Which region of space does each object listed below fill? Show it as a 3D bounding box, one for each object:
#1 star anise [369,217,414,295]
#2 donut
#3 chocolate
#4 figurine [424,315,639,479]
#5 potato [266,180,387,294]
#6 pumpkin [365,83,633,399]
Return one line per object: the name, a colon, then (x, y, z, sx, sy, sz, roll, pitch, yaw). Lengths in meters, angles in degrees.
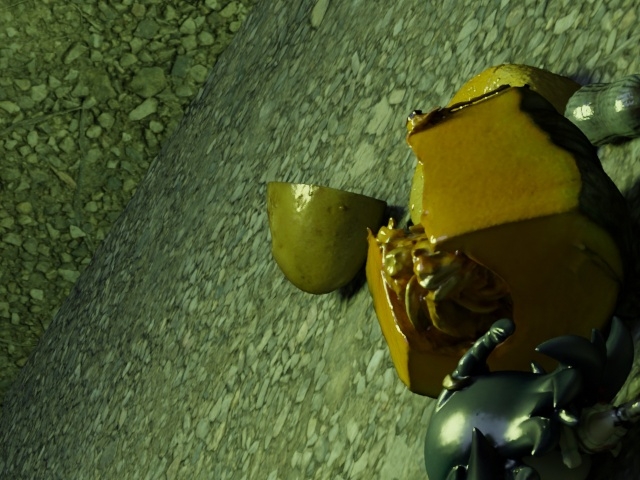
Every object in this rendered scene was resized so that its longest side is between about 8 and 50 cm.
star anise: (0.107, 0.029, 2.380, 0.129, 0.056, 0.124, -54, 10, 23)
donut: (0.212, -0.091, 2.170, 0.303, 0.110, 0.303, -52, 23, 32)
chocolate: (0.327, -0.144, 1.979, 0.167, 0.072, 0.072, -5, 62, 67)
figurine: (0.212, 0.181, 1.730, 0.265, 0.175, 0.197, -55, 42, 25)
potato: (0.000, 0.000, 2.574, 0.203, 0.178, 0.158, 2, 83, 52)
pumpkin: (0.189, 0.012, 1.875, 0.225, 0.256, 0.303, -94, 13, -50)
